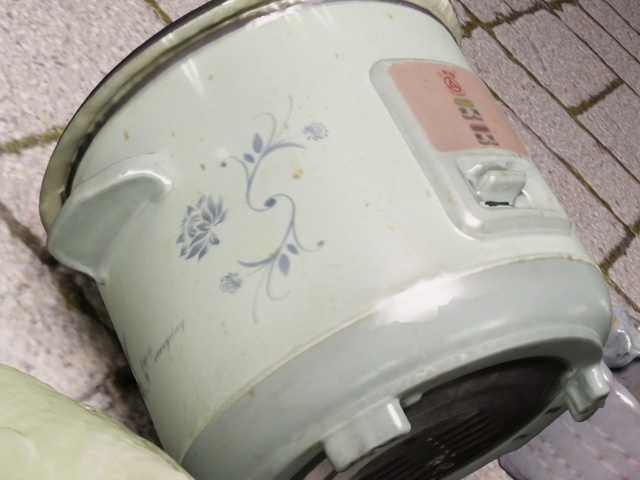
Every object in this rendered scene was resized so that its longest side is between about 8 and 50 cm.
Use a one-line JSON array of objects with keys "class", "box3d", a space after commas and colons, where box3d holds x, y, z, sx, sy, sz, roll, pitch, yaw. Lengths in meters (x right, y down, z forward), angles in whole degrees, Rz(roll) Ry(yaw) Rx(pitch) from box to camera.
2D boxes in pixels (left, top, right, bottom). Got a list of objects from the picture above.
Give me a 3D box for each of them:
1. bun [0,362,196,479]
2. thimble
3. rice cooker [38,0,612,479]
[{"class": "bun", "box3d": [-0.125, 0.140, 0.401, 0.283, 0.179, 0.283, 28, 33, -20]}, {"class": "thimble", "box3d": [0.206, 0.132, 0.888, 0.151, 0.118, 0.127, 52, 30, 19]}, {"class": "rice cooker", "box3d": [0.000, 0.000, 0.661, 0.317, 0.264, 0.316, 20, 44, -20]}]
